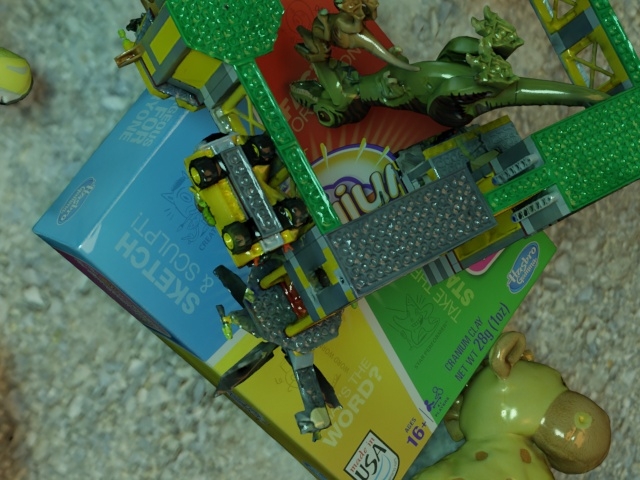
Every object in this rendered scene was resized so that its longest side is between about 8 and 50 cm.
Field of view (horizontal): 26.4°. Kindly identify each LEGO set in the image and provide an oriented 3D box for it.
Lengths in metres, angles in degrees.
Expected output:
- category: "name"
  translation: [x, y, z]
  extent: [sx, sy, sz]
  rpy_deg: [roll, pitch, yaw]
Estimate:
- category: "LEGO set"
  translation: [0.033, -0.066, 0.805]
  extent: [0.331, 0.192, 0.255]
  rpy_deg: [-34, 89, -30]

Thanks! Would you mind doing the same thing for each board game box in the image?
- category: "board game box"
  translation: [0.000, 0.000, 0.912]
  extent: [0.316, 0.064, 0.242]
  rpy_deg: [46, 73, -35]

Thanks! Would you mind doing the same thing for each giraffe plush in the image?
- category: "giraffe plush"
  translation: [0.147, 0.169, 1.025]
  extent: [0.210, 0.181, 0.170]
  rpy_deg: [28, 70, -3]

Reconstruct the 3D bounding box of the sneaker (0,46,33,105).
- category: "sneaker"
  translation: [-0.230, -0.136, 0.699]
  extent: [0.208, 0.081, 0.094]
  rpy_deg: [28, 81, -37]
